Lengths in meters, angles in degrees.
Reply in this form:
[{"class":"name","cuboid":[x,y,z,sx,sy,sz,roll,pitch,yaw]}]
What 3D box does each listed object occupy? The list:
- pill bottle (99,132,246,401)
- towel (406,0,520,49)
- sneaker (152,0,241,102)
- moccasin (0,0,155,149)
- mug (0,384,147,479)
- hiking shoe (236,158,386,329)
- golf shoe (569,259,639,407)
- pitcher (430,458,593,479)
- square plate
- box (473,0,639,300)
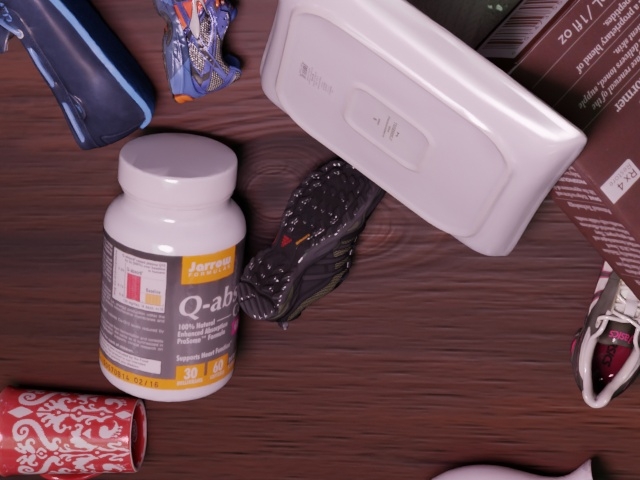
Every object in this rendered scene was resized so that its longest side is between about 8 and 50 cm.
[{"class":"pill bottle","cuboid":[-0.168,0.030,1.923,0.162,0.162,0.278,10,117,8]},{"class":"towel","cuboid":[0.153,-0.220,1.799,0.187,0.049,0.282,20,117,4]},{"class":"sneaker","cuboid":[-0.136,-0.260,1.837,0.087,0.083,0.221,-8,119,1]},{"class":"moccasin","cuboid":[-0.321,-0.238,1.842,0.117,0.137,0.342,-33,103,14]},{"class":"mug","cuboid":[-0.303,0.240,2.100,0.169,0.150,0.113,0,78,8]},{"class":"hiking shoe","cuboid":[0.000,0.000,1.923,0.086,0.114,0.227,43,95,24]},{"class":"golf shoe","cuboid":[0.347,0.059,1.847,0.105,0.120,0.272,16,116,7]},{"class":"pitcher","cuboid":[0.226,0.344,2.015,0.207,0.125,0.177,-7,129,4]},{"class":"square plate","cuboid":[0.079,-0.127,1.708,0.344,0.049,0.347,36,160,6]},{"class":"box","cuboid":[0.329,-0.092,1.703,0.191,0.143,0.381,-47,110,-10]}]
